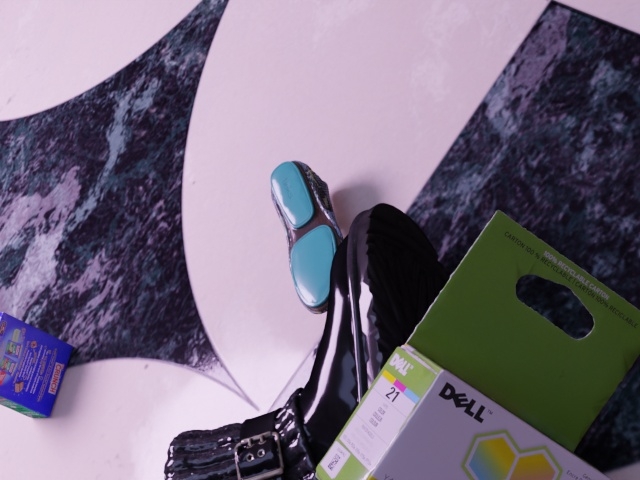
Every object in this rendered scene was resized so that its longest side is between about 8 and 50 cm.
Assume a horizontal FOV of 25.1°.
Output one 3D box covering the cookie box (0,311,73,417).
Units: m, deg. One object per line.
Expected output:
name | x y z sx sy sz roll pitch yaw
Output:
cookie box | -0.347 0.144 1.647 0.040 0.107 0.092 -4 62 43

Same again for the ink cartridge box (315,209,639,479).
ink cartridge box | 0.147 0.134 1.108 0.255 0.188 0.097 -56 18 0

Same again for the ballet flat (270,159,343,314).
ballet flat | 0.000 0.000 1.441 0.070 0.070 0.188 -32 51 25

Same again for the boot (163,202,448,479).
boot | -0.015 0.151 1.309 0.260 0.131 0.348 -21 53 34
